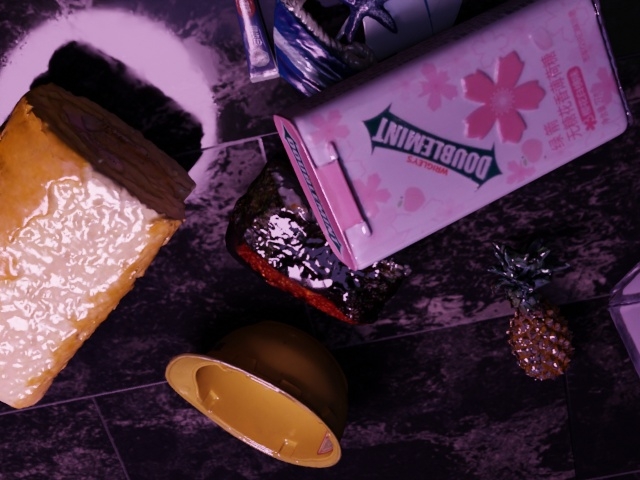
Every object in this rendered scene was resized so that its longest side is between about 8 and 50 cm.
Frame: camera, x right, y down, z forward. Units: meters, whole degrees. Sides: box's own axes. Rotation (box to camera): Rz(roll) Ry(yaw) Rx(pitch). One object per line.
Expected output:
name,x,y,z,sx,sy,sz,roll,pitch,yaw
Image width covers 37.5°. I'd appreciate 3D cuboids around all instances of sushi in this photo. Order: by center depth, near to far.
sushi,0.000,0.000,1.160,0.225,0.136,0.126,28,113,-8

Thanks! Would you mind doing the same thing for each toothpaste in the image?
toothpaste,-0.079,-0.247,1.083,0.037,0.021,0.140,-9,122,9

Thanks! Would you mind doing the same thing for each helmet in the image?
helmet,-0.060,0.181,1.257,0.257,0.140,0.205,35,146,-6

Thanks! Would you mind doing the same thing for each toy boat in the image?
toy boat,0.057,-0.267,1.053,0.210,0.070,0.291,7,115,-10

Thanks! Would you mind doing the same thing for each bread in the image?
bread,-0.348,0.014,1.140,0.237,0.165,0.375,34,115,-16

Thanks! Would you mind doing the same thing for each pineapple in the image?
pineapple,0.287,0.099,1.243,0.083,0.103,0.221,-33,119,-22

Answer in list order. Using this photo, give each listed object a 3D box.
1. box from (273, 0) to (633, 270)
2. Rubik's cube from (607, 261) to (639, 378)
box,0.152,-0.133,1.037,0.370,0.112,0.190,-27,112,-10
Rubik's cube,0.585,0.116,1.148,0.307,0.305,0.310,31,116,-14
